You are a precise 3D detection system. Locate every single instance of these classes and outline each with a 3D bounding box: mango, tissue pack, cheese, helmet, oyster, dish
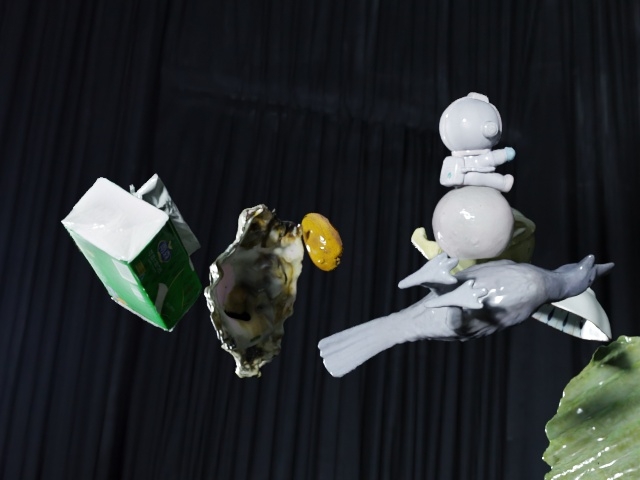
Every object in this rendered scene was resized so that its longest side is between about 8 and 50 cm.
[{"bbox_3d":[0.000,0.000,1.725,0.063,0.127,0.077,-5,154,-46],"label":"mango"},{"bbox_3d":[-0.269,0.007,1.367,0.148,0.156,0.209,25,154,25],"label":"tissue pack"},{"bbox_3d":[0.213,0.006,1.777,0.030,0.083,0.044,17,115,-37],"label":"cheese"},{"bbox_3d":[0.382,-0.006,1.847,0.258,0.204,0.137,-14,167,-33],"label":"helmet"},{"bbox_3d":[-0.138,0.095,1.656,0.107,0.354,0.201,19,-164,40],"label":"oyster"},{"bbox_3d":[0.400,0.099,1.463,0.191,0.066,0.190,26,171,4],"label":"dish"}]

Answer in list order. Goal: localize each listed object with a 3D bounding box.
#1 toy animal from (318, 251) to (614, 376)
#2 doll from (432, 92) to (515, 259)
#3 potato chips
[{"bbox_3d":[0.152,0.071,0.975,0.367,0.081,0.206,-19,161,9],"label":"toy animal"},{"bbox_3d":[0.262,-0.112,1.537,0.151,0.287,0.151,-3,-173,0],"label":"doll"},{"bbox_3d":[0.602,0.403,1.684,0.373,0.389,0.097,37,-173,36],"label":"potato chips"}]
